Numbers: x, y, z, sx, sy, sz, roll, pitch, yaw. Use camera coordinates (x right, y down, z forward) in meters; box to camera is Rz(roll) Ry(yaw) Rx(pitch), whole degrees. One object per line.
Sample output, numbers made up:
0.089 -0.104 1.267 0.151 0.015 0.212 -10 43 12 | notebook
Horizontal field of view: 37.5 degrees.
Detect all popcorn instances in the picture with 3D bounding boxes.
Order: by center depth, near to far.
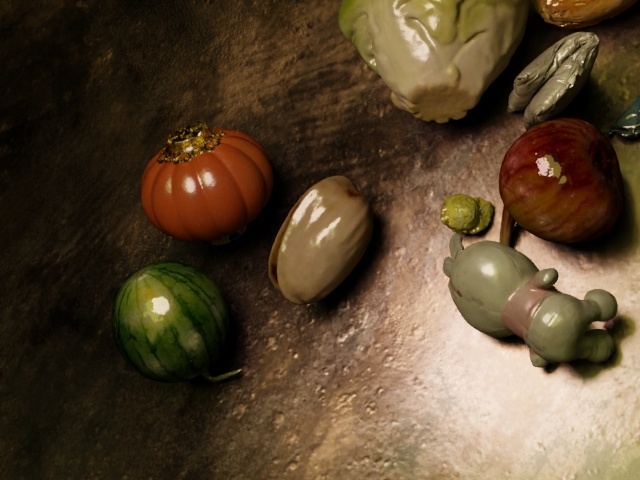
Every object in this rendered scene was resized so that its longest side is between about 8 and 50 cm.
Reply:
0.216 -0.039 1.390 0.083 0.068 0.059 0 95 -10 | popcorn

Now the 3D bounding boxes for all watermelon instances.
-0.231 0.139 1.490 0.188 0.214 0.188 -25 17 8 | watermelon

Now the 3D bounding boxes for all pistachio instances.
0.000 0.000 1.447 0.206 0.131 0.129 -55 15 -1 | pistachio

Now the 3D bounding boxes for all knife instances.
0.520 -0.250 1.328 0.296 0.026 0.044 -47 45 5 | knife

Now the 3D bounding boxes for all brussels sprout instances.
0.175 -0.348 1.419 0.274 0.243 0.316 -39 56 18 | brussels sprout

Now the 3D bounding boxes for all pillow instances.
0.331 -0.224 1.339 0.134 0.181 0.078 -44 84 3 | pillow

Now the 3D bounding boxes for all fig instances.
0.309 -0.069 1.305 0.207 0.175 0.175 -27 56 49 | fig

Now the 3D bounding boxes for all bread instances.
0.398 -0.429 1.406 0.198 0.120 0.236 -19 64 22 | bread

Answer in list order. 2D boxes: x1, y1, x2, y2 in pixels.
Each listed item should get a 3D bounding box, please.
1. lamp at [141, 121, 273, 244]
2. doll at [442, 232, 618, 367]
-0.185 -0.093 1.540 0.223 0.196 0.223 -15 27 8 | lamp
0.263 0.079 1.271 0.275 0.113 0.155 27 130 33 | doll
